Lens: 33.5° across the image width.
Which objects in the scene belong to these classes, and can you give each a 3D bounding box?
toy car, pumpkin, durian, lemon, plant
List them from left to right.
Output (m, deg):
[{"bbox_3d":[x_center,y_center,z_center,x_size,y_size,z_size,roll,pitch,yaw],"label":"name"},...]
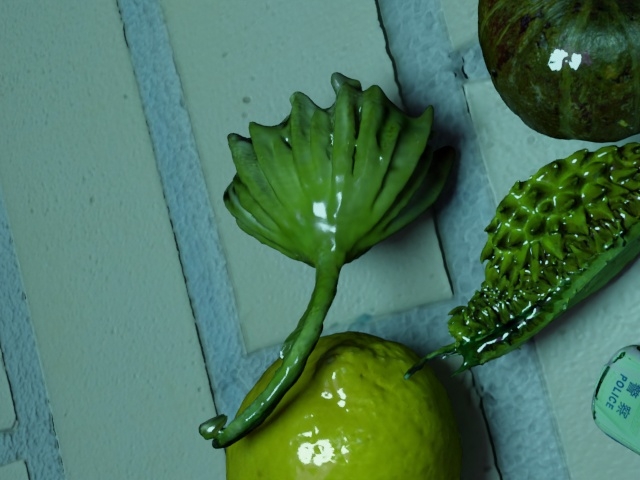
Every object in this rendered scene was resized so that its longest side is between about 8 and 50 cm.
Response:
[{"bbox_3d":[0.021,0.217,1.024,0.236,0.236,0.263,59,145,14],"label":"lemon"},{"bbox_3d":[0.022,0.019,0.989,0.251,0.180,0.333,-28,52,30],"label":"plant"},{"bbox_3d":[0.218,-0.004,0.938,0.375,0.132,0.106,-38,67,12],"label":"durian"},{"bbox_3d":[0.235,-0.182,0.908,0.219,0.162,0.219,-4,69,12],"label":"pumpkin"},{"bbox_3d":[0.338,0.174,0.918,0.224,0.076,0.090,28,109,27],"label":"toy car"}]
